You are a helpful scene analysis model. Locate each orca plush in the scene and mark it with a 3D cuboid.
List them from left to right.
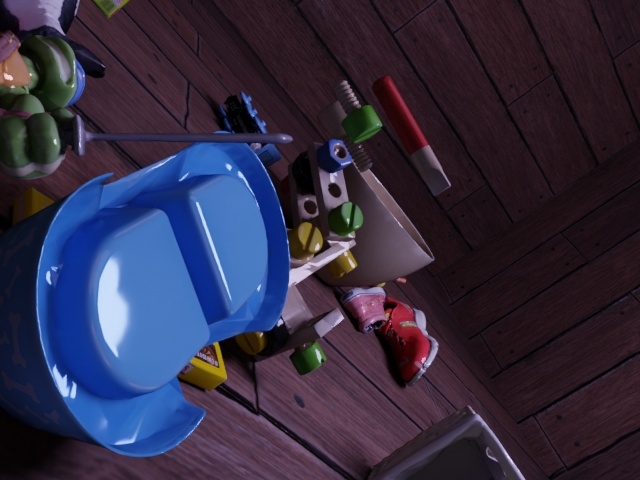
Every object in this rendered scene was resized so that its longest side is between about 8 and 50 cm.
[{"bbox_3d":[-0.286,-0.241,0.625,0.287,0.151,0.102,49,-27,32],"label":"orca plush"}]

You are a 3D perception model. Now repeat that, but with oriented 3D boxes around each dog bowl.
[{"bbox_3d":[-0.112,0.023,0.418,0.297,0.074,0.166,-49,126,-63],"label":"dog bowl"}]

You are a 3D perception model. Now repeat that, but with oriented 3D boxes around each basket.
[{"bbox_3d":[0.147,0.286,0.685,0.113,0.167,0.103,56,7,9],"label":"basket"}]

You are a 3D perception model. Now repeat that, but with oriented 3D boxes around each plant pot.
[{"bbox_3d":[0.059,-0.020,1.131,0.284,0.191,0.284,49,12,-14],"label":"plant pot"}]

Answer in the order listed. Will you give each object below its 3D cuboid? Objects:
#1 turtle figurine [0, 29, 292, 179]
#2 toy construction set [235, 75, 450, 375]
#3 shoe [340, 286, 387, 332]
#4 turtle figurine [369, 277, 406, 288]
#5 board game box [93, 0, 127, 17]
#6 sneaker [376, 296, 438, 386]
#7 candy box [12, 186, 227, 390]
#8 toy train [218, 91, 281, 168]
[{"bbox_3d":[-0.203,-0.128,0.297,0.266,0.274,0.198,-25,114,-57],"label":"turtle figurine"},{"bbox_3d":[0.000,0.000,0.645,0.237,0.308,0.257,61,20,7],"label":"toy construction set"},{"bbox_3d":[0.103,0.144,1.185,0.081,0.063,0.178,59,18,18],"label":"shoe"},{"bbox_3d":[0.083,0.036,1.349,0.217,0.087,0.269,50,-4,-1],"label":"turtle figurine"},{"bbox_3d":[-0.375,-0.468,0.940,0.181,0.092,0.043,49,12,-26],"label":"board game box"},{"bbox_3d":[0.164,0.205,1.226,0.118,0.107,0.279,33,13,-11],"label":"sneaker"},{"bbox_3d":[-0.160,0.047,0.481,0.206,0.027,0.105,43,14,-46],"label":"candy box"},{"bbox_3d":[-0.150,-0.229,1.209,0.105,0.080,0.184,55,5,-50],"label":"toy train"}]
